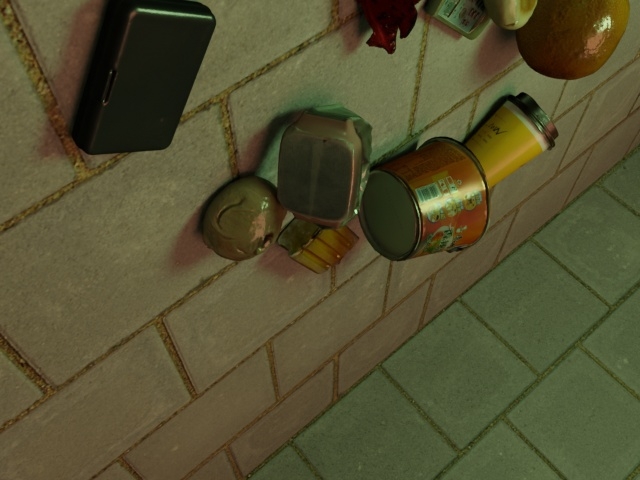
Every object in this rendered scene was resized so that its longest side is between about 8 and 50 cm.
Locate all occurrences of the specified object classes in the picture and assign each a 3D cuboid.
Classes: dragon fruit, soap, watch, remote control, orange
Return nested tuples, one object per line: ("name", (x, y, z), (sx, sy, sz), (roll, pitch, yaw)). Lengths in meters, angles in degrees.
("dragon fruit", (0.137, -0.408, 1.197), (0.092, 0.122, 0.192), (-50, 158, -28))
("soap", (0.000, 0.000, 1.662), (0.140, 0.073, 0.232), (-46, 156, 4))
("watch", (0.032, -0.145, 1.360), (0.241, 0.161, 0.254), (-46, 148, -56))
("remote control", (0.294, -0.481, 1.423), (0.233, 0.038, 0.098), (-1, 130, -56))
("orange", (0.586, -0.504, 1.604), (0.264, 0.264, 0.264), (-36, 154, -20))

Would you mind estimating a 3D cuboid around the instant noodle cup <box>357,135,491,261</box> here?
("instant noodle cup", (0.236, -0.090, 1.676), (0.213, 0.296, 0.296), (-18, 145, -32))

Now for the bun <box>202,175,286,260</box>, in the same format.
("bun", (-0.138, -0.032, 1.340), (0.166, 0.113, 0.173), (-4, 131, -56))

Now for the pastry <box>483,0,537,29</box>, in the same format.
("pastry", (0.384, -0.507, 1.406), (0.156, 0.091, 0.157), (-9, 101, -53))

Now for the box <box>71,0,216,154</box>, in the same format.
("box", (-0.242, -0.223, 0.952), (0.160, 0.050, 0.230), (-15, 142, -50))

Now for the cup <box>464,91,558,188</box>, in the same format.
("cup", (0.516, -0.268, 1.946), (0.279, 0.196, 0.196), (-42, 157, 8))
